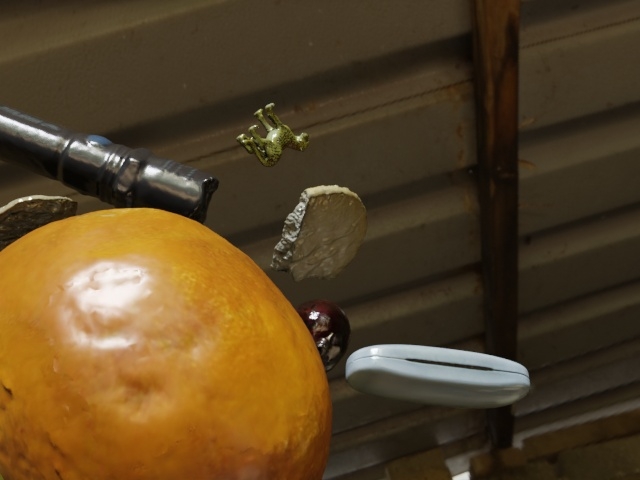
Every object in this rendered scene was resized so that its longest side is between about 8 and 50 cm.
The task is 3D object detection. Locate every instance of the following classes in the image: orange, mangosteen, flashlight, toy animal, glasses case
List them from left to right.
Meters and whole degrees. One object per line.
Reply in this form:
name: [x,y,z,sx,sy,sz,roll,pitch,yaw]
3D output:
flashlight: [-0.352,-0.120,0.946,0.423,0.103,0.103,21,-54,-3]
orange: [-0.122,0.114,0.478,0.226,0.284,0.284,-29,-34,-39]
toy animal: [-0.106,-0.215,1.528,0.073,0.181,0.136,-28,-66,35]
mangosteen: [-0.019,0.180,1.308,0.152,0.152,0.153,-9,-46,-9]
glasses case: [0.113,0.132,0.658,0.178,0.045,0.067,9,-33,-9]

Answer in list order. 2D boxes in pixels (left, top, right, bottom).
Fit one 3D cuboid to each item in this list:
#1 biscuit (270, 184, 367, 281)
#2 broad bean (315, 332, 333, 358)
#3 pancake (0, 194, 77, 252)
biscuit: [0.000,0.000,1.151,0.188,0.040,0.265,-37,-31,-6]
broad bean: [-0.063,0.243,0.909,0.061,0.339,0.077,-2,-57,31]
pancake: [-0.393,-0.022,0.917,0.139,0.022,0.139,-23,-17,-8]
